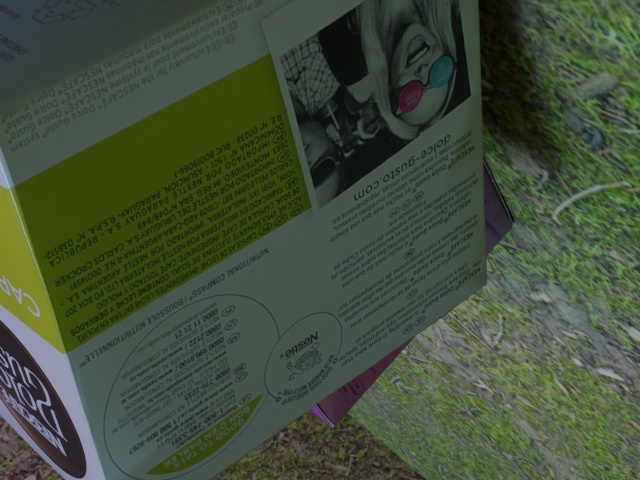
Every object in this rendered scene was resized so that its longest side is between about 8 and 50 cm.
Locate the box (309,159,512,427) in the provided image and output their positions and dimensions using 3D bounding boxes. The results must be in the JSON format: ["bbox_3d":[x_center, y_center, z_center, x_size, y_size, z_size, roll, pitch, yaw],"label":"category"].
[{"bbox_3d":[0.000,0.000,1.151,0.214,0.243,0.117,28,160,43],"label":"box"}]

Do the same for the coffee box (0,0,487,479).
[{"bbox_3d":[-0.125,-0.078,0.905,0.338,0.338,0.334,33,144,39],"label":"coffee box"}]
